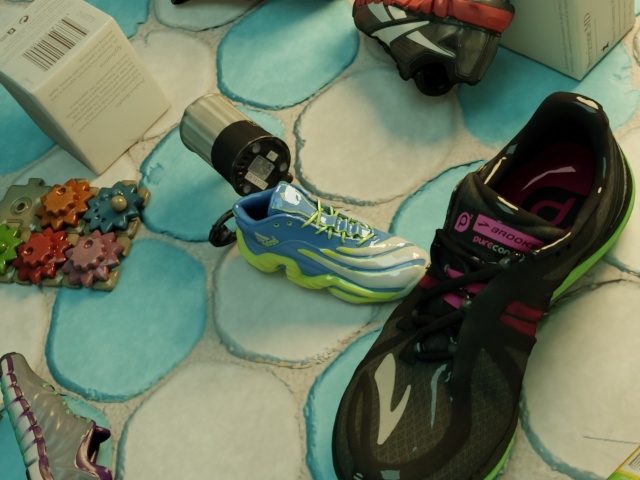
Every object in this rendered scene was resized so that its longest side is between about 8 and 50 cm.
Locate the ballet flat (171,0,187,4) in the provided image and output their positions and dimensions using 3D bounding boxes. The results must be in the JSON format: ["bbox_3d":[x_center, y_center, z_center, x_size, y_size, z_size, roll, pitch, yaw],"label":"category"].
[{"bbox_3d":[-0.159,-0.385,1.393,0.173,0.057,0.049,12,102,27],"label":"ballet flat"}]

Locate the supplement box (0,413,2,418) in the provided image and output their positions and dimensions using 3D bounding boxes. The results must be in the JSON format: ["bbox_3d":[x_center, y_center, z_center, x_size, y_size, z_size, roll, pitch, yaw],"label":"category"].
[{"bbox_3d":[-0.442,0.212,1.082,0.099,0.036,0.062,17,64,29],"label":"supplement box"}]

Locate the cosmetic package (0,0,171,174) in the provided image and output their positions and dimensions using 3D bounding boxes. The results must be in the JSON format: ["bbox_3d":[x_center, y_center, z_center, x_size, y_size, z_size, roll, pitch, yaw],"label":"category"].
[{"bbox_3d":[-0.339,-0.222,1.250,0.151,0.183,0.151,34,73,34],"label":"cosmetic package"}]

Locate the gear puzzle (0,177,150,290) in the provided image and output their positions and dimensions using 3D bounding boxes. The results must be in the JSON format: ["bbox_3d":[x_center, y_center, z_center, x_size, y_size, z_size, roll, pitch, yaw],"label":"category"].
[{"bbox_3d":[-0.403,-0.023,1.224,0.339,0.044,0.175,3,58,22],"label":"gear puzzle"}]

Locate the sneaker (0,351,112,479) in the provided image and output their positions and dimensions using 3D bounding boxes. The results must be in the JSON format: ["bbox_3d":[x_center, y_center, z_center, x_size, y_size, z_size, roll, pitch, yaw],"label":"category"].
[{"bbox_3d":[-0.296,0.212,1.019,0.098,0.083,0.223,-18,54,-19],"label":"sneaker"}]

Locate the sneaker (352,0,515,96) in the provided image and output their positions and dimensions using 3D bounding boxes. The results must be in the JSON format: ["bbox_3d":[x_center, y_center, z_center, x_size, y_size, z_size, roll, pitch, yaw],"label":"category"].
[{"bbox_3d":[0.124,-0.258,1.153,0.276,0.098,0.135,24,106,52],"label":"sneaker"}]

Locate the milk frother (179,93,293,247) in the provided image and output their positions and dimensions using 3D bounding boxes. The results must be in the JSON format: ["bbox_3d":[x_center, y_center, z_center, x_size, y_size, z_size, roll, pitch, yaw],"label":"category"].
[{"bbox_3d":[-0.120,-0.085,1.115,0.143,0.129,0.135,-42,47,-9],"label":"milk frother"}]

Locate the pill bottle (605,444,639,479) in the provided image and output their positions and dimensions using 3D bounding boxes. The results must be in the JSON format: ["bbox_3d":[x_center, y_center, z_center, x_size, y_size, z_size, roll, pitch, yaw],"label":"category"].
[{"bbox_3d":[0.361,0.180,0.749,0.246,0.136,0.136,-41,53,-10],"label":"pill bottle"}]

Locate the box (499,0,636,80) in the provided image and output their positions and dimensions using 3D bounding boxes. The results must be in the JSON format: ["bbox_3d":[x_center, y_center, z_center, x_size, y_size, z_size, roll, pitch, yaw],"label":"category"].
[{"bbox_3d":[0.276,-0.323,1.098,0.119,0.181,0.182,-45,54,-12],"label":"box"}]

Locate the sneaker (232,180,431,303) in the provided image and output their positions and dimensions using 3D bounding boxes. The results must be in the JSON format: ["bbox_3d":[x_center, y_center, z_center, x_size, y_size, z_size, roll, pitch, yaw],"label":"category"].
[{"bbox_3d":[0.000,0.000,1.010,0.240,0.126,0.091,7,60,24],"label":"sneaker"}]

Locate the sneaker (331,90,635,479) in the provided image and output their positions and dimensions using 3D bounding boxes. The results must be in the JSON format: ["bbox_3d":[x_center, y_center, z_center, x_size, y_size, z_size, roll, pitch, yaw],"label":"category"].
[{"bbox_3d":[0.148,0.046,0.877,0.185,0.202,0.482,19,65,30],"label":"sneaker"}]
